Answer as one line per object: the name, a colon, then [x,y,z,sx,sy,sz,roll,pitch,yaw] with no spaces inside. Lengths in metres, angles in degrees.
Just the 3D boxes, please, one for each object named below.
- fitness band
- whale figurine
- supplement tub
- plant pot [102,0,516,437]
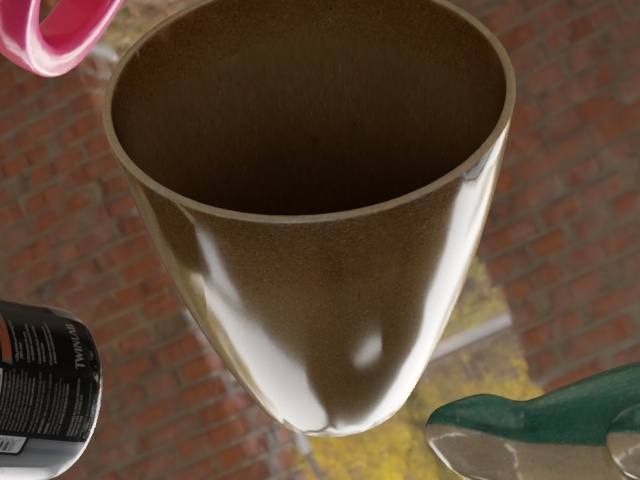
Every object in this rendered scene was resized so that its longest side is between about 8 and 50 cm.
fitness band: [-0.156,-0.258,0.983,0.291,0.054,0.209,-60,180,0]
whale figurine: [0.208,0.122,0.791,0.272,0.141,0.216,7,162,23]
supplement tub: [-0.238,0.085,0.772,0.117,0.117,0.190,-30,150,34]
plant pot: [0.000,0.000,0.819,0.237,0.237,0.254,-21,136,-16]
